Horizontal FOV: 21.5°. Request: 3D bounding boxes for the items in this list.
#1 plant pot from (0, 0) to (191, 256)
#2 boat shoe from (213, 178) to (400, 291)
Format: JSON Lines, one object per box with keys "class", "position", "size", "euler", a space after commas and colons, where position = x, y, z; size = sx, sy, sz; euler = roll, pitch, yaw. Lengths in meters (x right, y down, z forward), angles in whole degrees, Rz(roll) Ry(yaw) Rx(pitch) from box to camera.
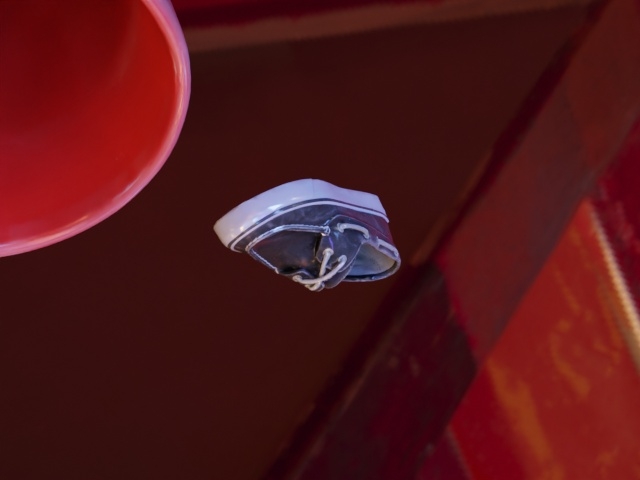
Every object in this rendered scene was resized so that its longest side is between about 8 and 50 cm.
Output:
{"class": "plant pot", "position": [-0.228, -0.165, 1.070], "size": [0.275, 0.243, 0.275], "euler": [-7, 138, -6]}
{"class": "boat shoe", "position": [0.000, 0.000, 1.338], "size": [0.078, 0.219, 0.070], "euler": [-36, 71, 27]}
